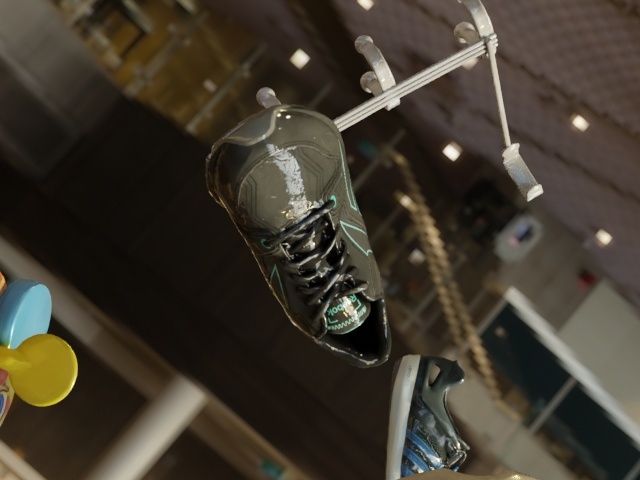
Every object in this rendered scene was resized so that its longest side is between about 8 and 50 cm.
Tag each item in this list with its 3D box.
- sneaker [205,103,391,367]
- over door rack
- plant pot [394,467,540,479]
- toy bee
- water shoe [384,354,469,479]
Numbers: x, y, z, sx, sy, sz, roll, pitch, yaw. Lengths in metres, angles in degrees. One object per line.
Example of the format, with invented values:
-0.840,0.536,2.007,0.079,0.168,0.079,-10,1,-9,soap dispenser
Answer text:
0.000,0.000,1.277,0.106,0.101,0.267,59,-1,32,sneaker
0.080,-0.108,1.843,0.108,0.239,0.324,61,-2,35,over door rack
0.118,0.360,1.395,0.334,0.334,0.305,52,22,-42,plant pot
-0.265,0.099,1.367,0.195,0.162,0.298,3,-29,33,toy bee
0.104,0.214,1.749,0.080,0.203,0.073,3,-1,5,water shoe
